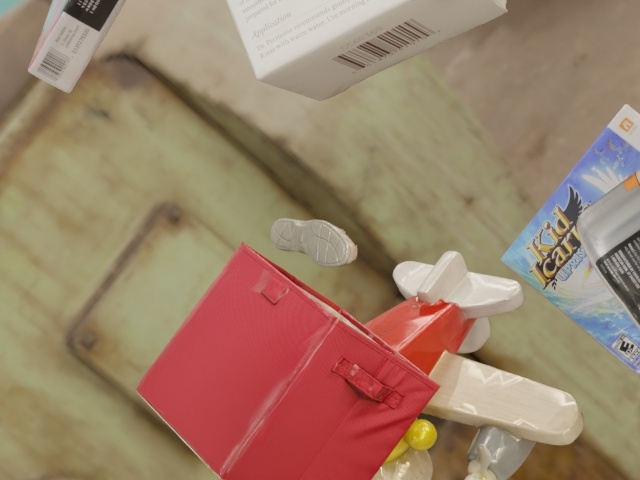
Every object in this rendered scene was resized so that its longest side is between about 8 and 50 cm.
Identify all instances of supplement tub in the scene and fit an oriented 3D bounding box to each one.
[{"bbox_3d":[0.444,-0.037,1.637,0.316,0.193,0.193,-37,21,16],"label":"supplement tub"}]

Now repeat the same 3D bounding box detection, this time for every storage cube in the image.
[{"bbox_3d":[-0.034,0.151,1.601,0.193,0.183,0.215,-54,43,1],"label":"storage cube"}]

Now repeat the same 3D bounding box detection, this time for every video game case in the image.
[{"bbox_3d":[0.415,0.000,2.068,0.269,0.244,0.061,-52,-17,10],"label":"video game case"}]

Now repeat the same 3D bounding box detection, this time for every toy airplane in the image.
[{"bbox_3d":[0.094,0.185,1.910,0.384,0.272,0.386,-10,20,-3],"label":"toy airplane"}]

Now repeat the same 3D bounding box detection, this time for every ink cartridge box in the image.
[{"bbox_3d":[-0.278,-0.340,1.978,0.176,0.069,0.371,-54,16,25],"label":"ink cartridge box"}]

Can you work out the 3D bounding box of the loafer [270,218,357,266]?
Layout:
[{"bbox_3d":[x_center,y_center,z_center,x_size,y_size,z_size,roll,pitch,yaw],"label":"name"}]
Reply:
[{"bbox_3d":[0.000,0.000,1.610,0.125,0.039,0.045,16,98,49],"label":"loafer"}]

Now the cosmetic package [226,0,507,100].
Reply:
[{"bbox_3d":[-0.009,-0.348,1.438,0.217,0.385,0.156,-24,-13,20],"label":"cosmetic package"}]
